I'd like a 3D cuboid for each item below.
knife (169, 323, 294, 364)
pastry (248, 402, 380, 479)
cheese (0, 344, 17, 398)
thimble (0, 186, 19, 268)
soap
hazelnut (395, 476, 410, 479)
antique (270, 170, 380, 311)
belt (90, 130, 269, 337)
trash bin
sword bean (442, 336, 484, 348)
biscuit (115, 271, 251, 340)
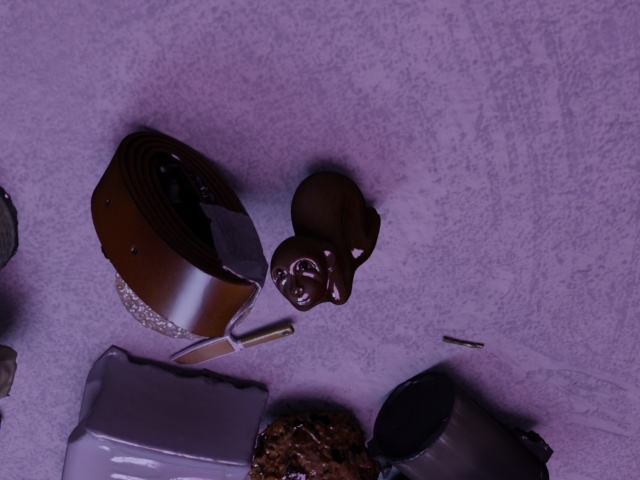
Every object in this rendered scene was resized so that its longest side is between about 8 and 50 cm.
[{"bbox_3d":[-0.168,0.191,1.568,0.255,0.022,0.046,-18,128,17],"label":"knife"},{"bbox_3d":[-0.018,0.457,1.626,0.274,0.275,0.193,34,140,-20],"label":"pastry"},{"bbox_3d":[-0.670,0.211,1.420,0.317,0.326,0.115,4,87,11],"label":"cheese"},{"bbox_3d":[-0.647,0.004,1.367,0.270,0.150,0.271,0,124,0],"label":"thimble"},{"bbox_3d":[-0.325,0.463,1.641,0.350,0.213,0.435,15,124,-12],"label":"soap"},{"bbox_3d":[0.201,0.622,1.749,0.217,0.217,0.252,0,123,0],"label":"hazelnut"},{"bbox_3d":[0.000,0.000,1.304,0.121,0.257,0.143,-13,128,42],"label":"antique"},{"bbox_3d":[-0.213,-0.012,1.265,0.217,0.339,0.122,1,135,-48],"label":"belt"},{"bbox_3d":[0.272,0.410,1.611,0.301,0.203,0.252,41,97,-23],"label":"trash bin"},{"bbox_3d":[0.269,0.194,1.578,0.083,0.012,0.012,12,123,-10],"label":"sword bean"},{"bbox_3d":[-0.260,0.125,1.519,0.249,0.032,0.133,19,123,-14],"label":"biscuit"}]
